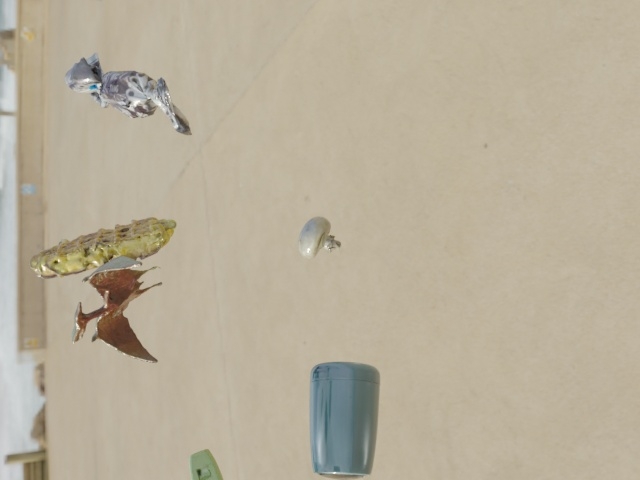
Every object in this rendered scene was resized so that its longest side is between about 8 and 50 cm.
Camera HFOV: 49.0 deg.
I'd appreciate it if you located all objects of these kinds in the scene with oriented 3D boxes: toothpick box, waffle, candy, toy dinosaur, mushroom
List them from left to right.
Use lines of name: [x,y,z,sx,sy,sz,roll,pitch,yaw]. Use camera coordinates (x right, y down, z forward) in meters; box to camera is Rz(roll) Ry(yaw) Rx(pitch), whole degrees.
waffle: [-0.465,0.017,1.514,0.309,0.283,0.065,-7,106,33]
toy dinosaur: [-0.385,0.130,1.403,0.113,0.206,0.327,42,121,22]
candy: [-0.217,-0.169,0.807,0.226,0.094,0.051,23,79,46]
mushroom: [0.000,0.000,1.321,0.085,0.079,0.085,-61,-5,-8]
toothpick box: [0.039,0.301,1.169,0.120,0.120,0.184,-35,48,58]

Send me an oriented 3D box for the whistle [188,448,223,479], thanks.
whistle: [-0.175,0.517,1.245,0.141,0.141,0.294,-46,64,53]
